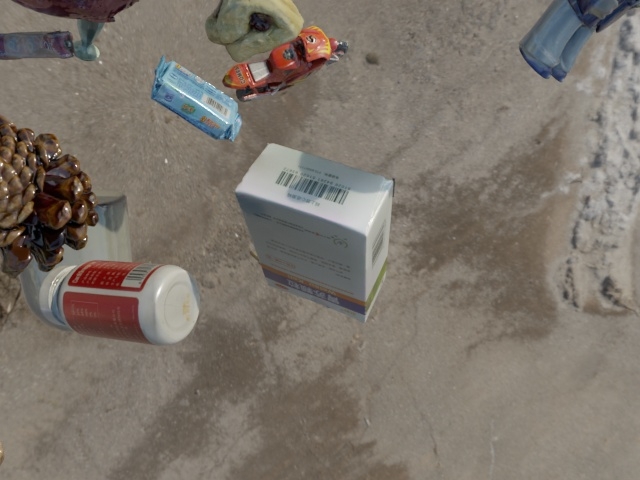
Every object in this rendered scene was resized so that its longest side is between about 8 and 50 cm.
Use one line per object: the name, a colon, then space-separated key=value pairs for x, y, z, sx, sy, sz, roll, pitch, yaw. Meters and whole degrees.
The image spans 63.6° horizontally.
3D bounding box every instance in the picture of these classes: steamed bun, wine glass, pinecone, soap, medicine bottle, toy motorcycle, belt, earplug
steamed bun: x=-0.142 y=-0.421 z=0.979 sx=0.172 sy=0.140 sz=0.155 roll=28 pitch=125 yaw=-38
wine glass: x=-0.526 y=-0.485 z=1.168 sx=0.073 sy=0.073 sz=0.155 roll=21 pitch=141 yaw=-21
pinecone: x=-0.490 y=-0.054 z=0.838 sx=0.264 sy=0.264 sz=0.264 roll=-4 pitch=105 yaw=-17
soap: x=-0.360 y=-0.408 z=1.515 sx=0.293 sy=0.156 sz=0.077 roll=30 pitch=126 yaw=-22
medicine bottle: x=-0.336 y=0.100 z=0.863 sx=0.250 sy=0.131 sz=0.131 roll=2 pitch=107 yaw=23
toy motorcycle: x=-0.076 y=-0.412 z=1.209 sx=0.298 sy=0.171 sz=0.089 roll=-23 pitch=93 yaw=7
belt: x=-0.554 y=-0.374 z=0.989 sx=0.232 sy=0.071 sz=0.053 roll=8 pitch=106 yaw=23
earplug: x=-0.708 y=0.066 z=1.509 sx=0.313 sy=0.312 sz=0.393 roll=-7 pitch=106 yaw=-16

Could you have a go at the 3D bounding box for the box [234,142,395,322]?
box: x=0.000 y=0.000 z=0.829 sx=0.200 sy=0.299 sz=0.106 roll=19 pitch=61 yaw=15

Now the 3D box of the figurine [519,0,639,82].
figurine: x=0.330 y=-0.284 z=0.516 sx=0.194 sy=0.274 sz=0.133 roll=-15 pitch=67 yaw=-21

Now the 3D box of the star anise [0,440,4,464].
star anise: x=-0.341 y=0.330 z=0.557 sx=0.227 sy=0.218 sz=0.148 roll=36 pitch=76 yaw=13

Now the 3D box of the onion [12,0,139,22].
onion: x=-0.484 y=-0.580 z=0.949 sx=0.348 sy=0.347 sz=0.285 roll=20 pitch=138 yaw=-21

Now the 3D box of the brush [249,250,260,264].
brush: x=-0.200 y=0.076 z=1.772 sx=0.070 sy=0.196 sz=0.021 roll=31 pitch=91 yaw=-40
